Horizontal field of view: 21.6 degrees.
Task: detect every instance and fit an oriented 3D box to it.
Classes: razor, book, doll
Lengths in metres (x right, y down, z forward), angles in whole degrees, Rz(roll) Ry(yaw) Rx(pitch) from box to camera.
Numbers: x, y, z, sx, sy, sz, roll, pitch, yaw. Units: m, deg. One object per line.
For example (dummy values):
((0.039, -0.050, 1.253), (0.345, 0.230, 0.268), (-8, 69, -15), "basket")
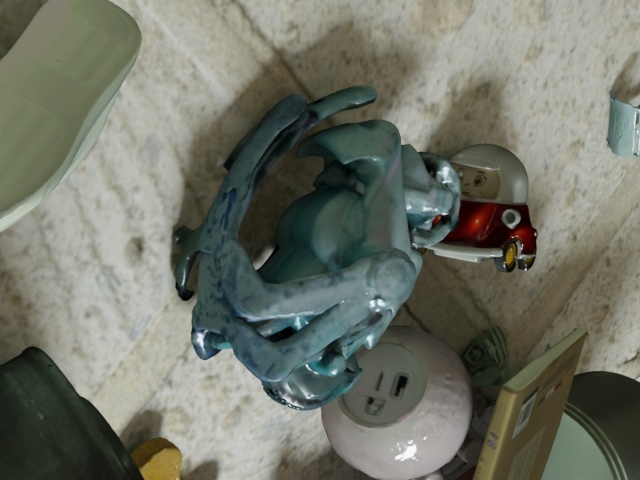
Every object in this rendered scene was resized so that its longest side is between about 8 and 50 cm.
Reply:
((0.349, -0.147, 1.753), (0.135, 0.040, 0.068), (-39, 141, -36), "razor")
((0.175, 0.249, 1.615), (0.217, 0.021, 0.310), (-25, 133, -62), "book")
((0.097, 0.180, 1.612), (0.151, 0.151, 0.287), (-53, 150, -7), "doll")

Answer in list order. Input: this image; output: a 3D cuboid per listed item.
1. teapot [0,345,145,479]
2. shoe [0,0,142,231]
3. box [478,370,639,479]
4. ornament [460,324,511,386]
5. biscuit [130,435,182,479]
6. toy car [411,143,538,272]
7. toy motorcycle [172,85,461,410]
((-0.222, 0.260, 1.200), (0.239, 0.239, 0.322), (-30, 124, -15), "teapot")
((-0.199, -0.052, 1.059), (0.265, 0.095, 0.110), (-54, 176, -45), "shoe")
((0.266, 0.261, 1.780), (0.149, 0.226, 0.226), (-8, 121, -47), "box")
((0.169, 0.122, 1.727), (0.092, 0.041, 0.068), (-8, 127, -58), "ornament")
((-0.140, 0.271, 1.470), (0.158, 0.035, 0.240), (-46, 142, -14), "biscuit")
((0.150, -0.033, 1.550), (0.139, 0.112, 0.112), (2, 98, -61), "toy car")
((0.000, 0.000, 1.363), (0.206, 0.154, 0.260), (44, 71, -30), "toy motorcycle")
